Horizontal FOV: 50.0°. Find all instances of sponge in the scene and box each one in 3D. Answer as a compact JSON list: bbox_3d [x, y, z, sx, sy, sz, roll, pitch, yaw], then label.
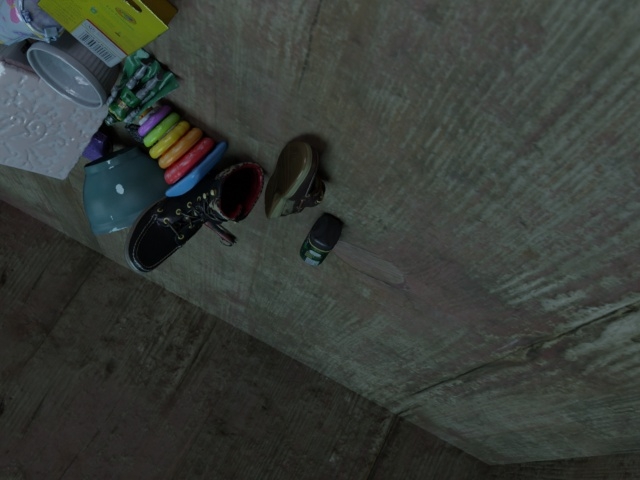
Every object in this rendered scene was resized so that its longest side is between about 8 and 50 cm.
[{"bbox_3d":[-0.714,-0.302,2.111,0.117,0.031,0.210,32,158,-7],"label":"sponge"}]

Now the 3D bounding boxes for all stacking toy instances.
[{"bbox_3d":[-0.402,-0.278,1.748,0.302,0.166,0.175,48,138,-15],"label":"stacking toy"}]

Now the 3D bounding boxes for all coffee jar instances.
[{"bbox_3d":[0.000,0.000,1.911,0.079,0.096,0.184,27,158,-3],"label":"coffee jar"}]

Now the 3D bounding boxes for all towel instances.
[{"bbox_3d":[-0.770,-0.318,1.842,0.317,0.053,0.332,15,133,-41],"label":"towel"}]

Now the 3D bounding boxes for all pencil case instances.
[{"bbox_3d":[-0.680,-0.514,1.567,0.273,0.113,0.124,13,133,42],"label":"pencil case"}]

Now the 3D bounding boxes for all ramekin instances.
[{"bbox_3d":[-0.591,-0.428,1.670,0.207,0.109,0.207,25,158,11],"label":"ramekin"}]

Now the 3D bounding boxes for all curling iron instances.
[{"bbox_3d":[-0.395,-0.063,2.342,0.274,0.035,0.068,42,155,-30],"label":"curling iron"}]

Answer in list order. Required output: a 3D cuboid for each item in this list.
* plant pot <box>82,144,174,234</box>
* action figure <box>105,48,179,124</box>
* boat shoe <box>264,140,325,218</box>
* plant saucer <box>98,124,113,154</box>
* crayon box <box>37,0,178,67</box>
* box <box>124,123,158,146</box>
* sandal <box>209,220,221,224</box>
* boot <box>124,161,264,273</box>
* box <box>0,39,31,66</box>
[{"bbox_3d":[-0.593,-0.169,2.073,0.293,0.293,0.196,3,120,49],"label":"plant pot"},{"bbox_3d":[-0.451,-0.345,1.636,0.137,0.063,0.232,46,130,-10],"label":"action figure"},{"bbox_3d":[-0.046,-0.139,1.669,0.123,0.123,0.342,3,159,-17],"label":"boat shoe"},{"bbox_3d":[-0.718,-0.343,2.117,0.198,0.036,0.199,25,159,10],"label":"plant saucer"},{"bbox_3d":[-0.426,-0.478,1.389,0.202,0.081,0.318,41,156,-29],"label":"crayon box"},{"bbox_3d":[-0.515,-0.304,1.975,0.083,0.018,0.067,17,156,29],"label":"box"},{"bbox_3d":[-0.322,-0.107,2.163,0.067,0.040,0.179,25,145,-5],"label":"sandal"},{"bbox_3d":[-0.330,-0.069,1.816,0.284,0.377,0.138,-6,126,48],"label":"boot"},{"bbox_3d":[-0.846,-0.434,1.872,0.119,0.181,0.182,18,157,28],"label":"box"}]
